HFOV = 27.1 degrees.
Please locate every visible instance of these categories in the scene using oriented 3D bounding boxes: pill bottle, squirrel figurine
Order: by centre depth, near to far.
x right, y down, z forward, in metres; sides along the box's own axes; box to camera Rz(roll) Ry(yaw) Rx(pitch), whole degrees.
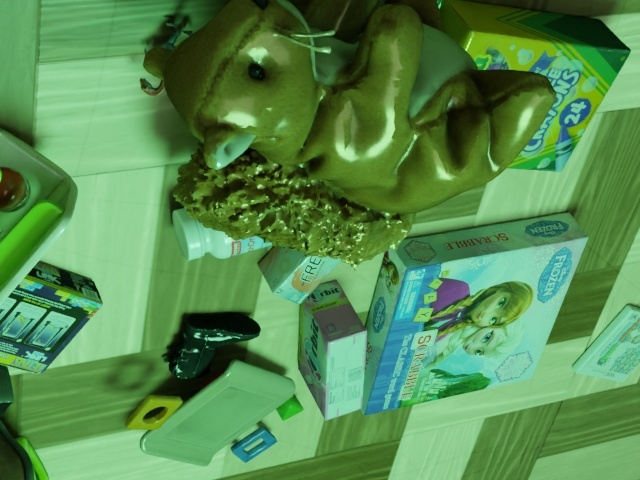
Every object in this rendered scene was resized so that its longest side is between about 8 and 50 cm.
[{"bbox_3d":[-0.018,-0.120,1.480,0.370,0.281,0.397,-5,139,-39],"label":"squirrel figurine"},{"bbox_3d":[-0.102,-0.027,1.689,0.160,0.087,0.087,-17,137,-16],"label":"pill bottle"}]

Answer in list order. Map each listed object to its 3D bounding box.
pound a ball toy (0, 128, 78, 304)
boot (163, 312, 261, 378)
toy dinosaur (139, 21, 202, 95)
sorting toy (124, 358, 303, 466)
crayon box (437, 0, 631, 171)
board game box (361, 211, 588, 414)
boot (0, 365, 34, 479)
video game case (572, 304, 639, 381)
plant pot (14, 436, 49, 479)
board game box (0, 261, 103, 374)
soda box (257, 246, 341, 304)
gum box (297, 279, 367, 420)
[{"bbox_3d":[-0.422,-0.027,1.488,0.208,0.136,0.319,35,110,-20],"label":"pound a ball toy"},{"bbox_3d":[-0.153,0.151,1.871,0.121,0.045,0.099,3,128,-27],"label":"boot"},{"bbox_3d":[-0.170,-0.201,1.489,0.047,0.090,0.082,20,83,-34],"label":"toy dinosaur"},{"bbox_3d":[-0.154,0.246,1.948,0.196,0.047,0.348,-41,149,13],"label":"sorting toy"},{"bbox_3d":[0.221,-0.197,1.721,0.323,0.083,0.203,1,130,-32],"label":"crayon box"},{"bbox_3d":[0.224,0.115,2.047,0.318,0.066,0.318,-10,135,-24],"label":"board game box"},{"bbox_3d":[-0.501,0.266,1.612,0.280,0.264,0.096,-3,157,-31],"label":"boot"},{"bbox_3d":[0.538,0.184,2.346,0.143,0.019,0.157,14,122,-40],"label":"video game case"},{"bbox_3d":[-0.457,0.417,1.784,0.207,0.227,0.228,-14,158,-10],"label":"plant pot"},{"bbox_3d":[-0.383,0.090,1.666,0.141,0.048,0.170,-45,138,19],"label":"board game box"},{"bbox_3d":[0.000,0.000,1.797,0.058,0.063,0.183,24,116,-44],"label":"soda box"},{"bbox_3d":[0.015,0.165,1.939,0.062,0.107,0.188,-16,137,-17],"label":"gum box"}]
